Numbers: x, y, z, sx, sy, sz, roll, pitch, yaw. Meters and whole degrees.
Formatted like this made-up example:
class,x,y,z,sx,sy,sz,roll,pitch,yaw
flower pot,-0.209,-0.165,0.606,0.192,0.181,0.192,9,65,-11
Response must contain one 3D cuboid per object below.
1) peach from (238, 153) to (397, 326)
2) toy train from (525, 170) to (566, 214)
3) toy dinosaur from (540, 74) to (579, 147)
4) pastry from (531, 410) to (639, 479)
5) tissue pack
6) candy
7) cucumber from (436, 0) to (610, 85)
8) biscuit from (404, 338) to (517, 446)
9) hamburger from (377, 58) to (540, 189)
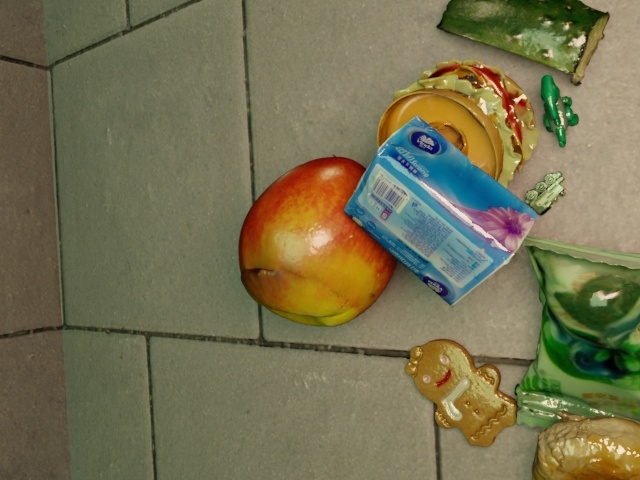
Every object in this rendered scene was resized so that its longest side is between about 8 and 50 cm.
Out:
class,x,y,z,sx,sy,sz,roll,pitch,yaw
peach,0.000,0.000,1.125,0.370,0.370,0.370,1,93,34
toy train,0.432,-0.092,0.995,0.083,0.033,0.053,-46,72,26
toy dinosaur,0.429,-0.232,0.953,0.059,0.096,0.132,-14,81,35
pastry,0.494,0.403,0.895,0.236,0.121,0.257,-20,109,36
tissue pack,0.196,-0.049,0.890,0.263,0.146,0.198,41,147,8
candy,0.472,0.189,0.906,0.263,0.172,0.397,8,109,38
cucumber,0.364,-0.416,0.992,0.325,0.105,0.145,33,110,32
biscuit,0.291,0.311,1.106,0.249,0.035,0.184,48,116,24
hamburger,0.265,-0.204,0.986,0.274,0.212,0.274,27,138,28
